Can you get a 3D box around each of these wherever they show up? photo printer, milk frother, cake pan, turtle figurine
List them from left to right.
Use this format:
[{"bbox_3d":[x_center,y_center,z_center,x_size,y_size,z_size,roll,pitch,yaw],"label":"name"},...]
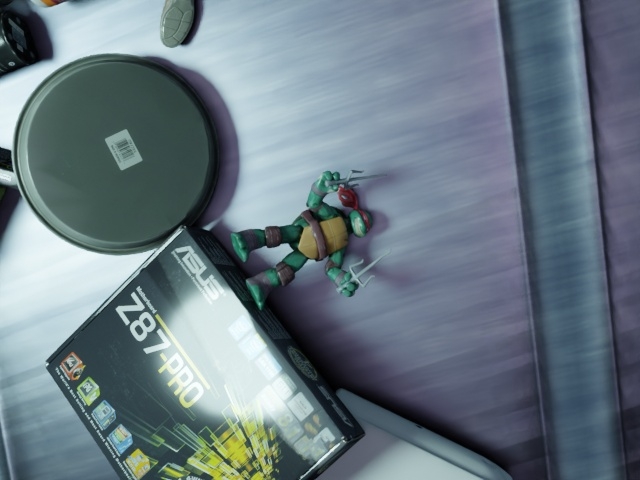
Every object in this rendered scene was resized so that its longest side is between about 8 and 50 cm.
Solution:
[{"bbox_3d":[-0.516,-0.315,1.267,0.135,0.129,0.143,-18,51,10],"label":"milk frother"},{"bbox_3d":[-0.285,-0.123,1.205,0.293,0.054,0.293,-1,92,-17],"label":"cake pan"},{"bbox_3d":[0.000,0.000,1.195,0.234,0.118,0.175,-22,94,-12],"label":"turtle figurine"},{"bbox_3d":[0.112,0.394,1.245,0.307,0.107,0.256,26,100,5],"label":"photo printer"}]

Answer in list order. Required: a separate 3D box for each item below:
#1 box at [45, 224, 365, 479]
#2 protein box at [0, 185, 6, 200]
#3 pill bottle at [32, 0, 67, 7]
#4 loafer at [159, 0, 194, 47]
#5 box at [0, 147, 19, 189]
[{"bbox_3d":[-0.176,0.227,1.226,0.318,0.097,0.395,-42,72,11],"label":"box"},{"bbox_3d":[-0.632,-0.041,1.291,0.201,0.136,0.200,29,100,5],"label":"protein box"},{"bbox_3d":[-0.320,-0.421,1.198,0.221,0.121,0.121,-17,95,11],"label":"pill bottle"},{"bbox_3d":[-0.208,-0.344,1.238,0.045,0.039,0.125,10,104,-26],"label":"loafer"},{"bbox_3d":[-0.469,-0.109,1.266,0.162,0.116,0.029,15,104,7],"label":"box"}]
